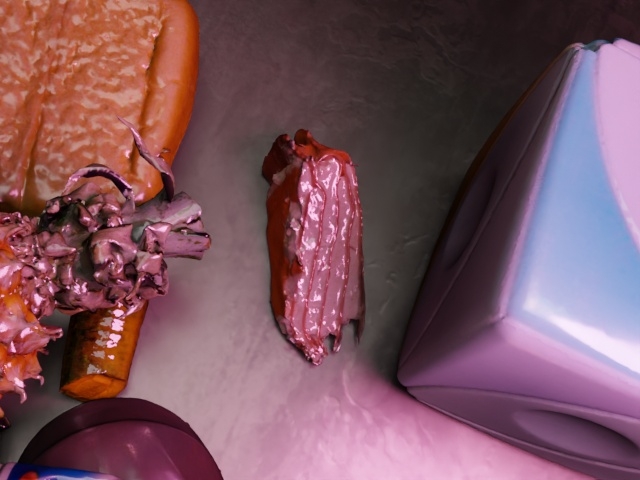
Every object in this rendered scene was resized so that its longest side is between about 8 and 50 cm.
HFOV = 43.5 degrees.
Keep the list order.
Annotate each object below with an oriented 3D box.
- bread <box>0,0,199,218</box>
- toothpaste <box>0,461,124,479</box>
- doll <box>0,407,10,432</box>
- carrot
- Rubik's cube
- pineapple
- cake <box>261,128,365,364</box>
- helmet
[{"bbox_3d":[-0.314,-0.165,0.921,0.328,0.148,0.336,10,73,-13],"label":"bread"},{"bbox_3d":[-0.186,0.239,0.669,0.266,0.061,0.096,19,73,-8],"label":"toothpaste"},{"bbox_3d":[-0.392,0.123,0.833,0.117,0.086,0.291,-14,76,-5],"label":"doll"},{"bbox_3d":[-0.233,0.088,0.880,0.082,0.082,0.173,7,69,-9],"label":"carrot"},{"bbox_3d":[0.316,0.046,0.861,0.352,0.347,0.352,26,68,-1],"label":"Rubik's cube"},{"bbox_3d":[-0.244,0.018,0.756,0.272,0.262,0.262,-19,75,-30],"label":"pineapple"},{"bbox_3d":[-0.006,0.001,0.947,0.098,0.135,0.287,-5,80,-28],"label":"cake"},{"bbox_3d":[-0.186,0.289,0.769,0.225,0.177,0.305,-17,74,-19],"label":"helmet"}]
